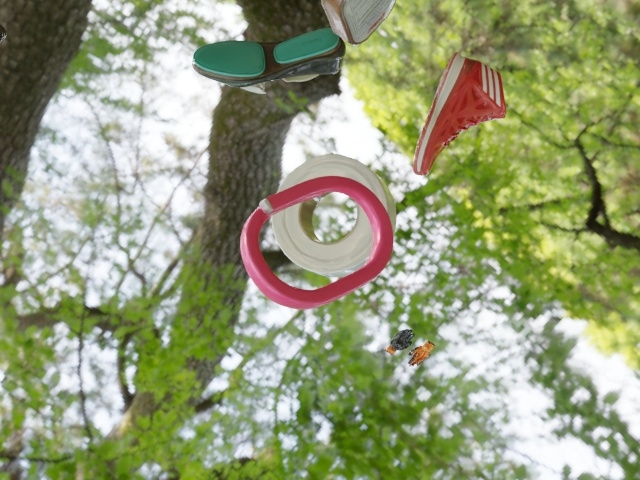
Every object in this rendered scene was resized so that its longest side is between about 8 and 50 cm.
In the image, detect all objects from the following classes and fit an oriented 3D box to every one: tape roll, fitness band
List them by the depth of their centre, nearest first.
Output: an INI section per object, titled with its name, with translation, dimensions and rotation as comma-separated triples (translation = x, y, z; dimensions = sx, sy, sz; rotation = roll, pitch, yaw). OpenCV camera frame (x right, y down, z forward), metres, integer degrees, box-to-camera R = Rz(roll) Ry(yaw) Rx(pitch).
[fitness band]
translation = 0.000, 0.000, 1.483
dimensions = 0.291, 0.054, 0.209
rotation = -24, -98, -33
[tape roll]
translation = 0.032, -0.058, 2.024
dimensions = 0.286, 0.286, 0.100
rotation = 45, -173, 18

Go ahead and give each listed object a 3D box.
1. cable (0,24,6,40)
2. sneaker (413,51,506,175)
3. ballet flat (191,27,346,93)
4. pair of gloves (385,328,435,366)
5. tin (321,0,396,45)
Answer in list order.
[cable]
translation = -0.628, -0.345, 1.440
dimensions = 0.150, 0.047, 0.184
rotation = 25, -154, 29
[sneaker]
translation = 0.247, -0.200, 1.478
dimensions = 0.128, 0.221, 0.087
rotation = 20, -163, 3
[ballet flat]
translation = -0.090, -0.316, 1.569
dimensions = 0.096, 0.280, 0.095
rotation = 78, -172, -59
[pair of gloves]
translation = 0.181, 0.217, 1.734
dimensions = 0.083, 0.074, 0.010
rotation = 34, -155, -11
[tin]
translation = 0.055, -0.326, 1.145
dimensions = 0.040, 0.106, 0.190
rotation = 46, -178, 13
